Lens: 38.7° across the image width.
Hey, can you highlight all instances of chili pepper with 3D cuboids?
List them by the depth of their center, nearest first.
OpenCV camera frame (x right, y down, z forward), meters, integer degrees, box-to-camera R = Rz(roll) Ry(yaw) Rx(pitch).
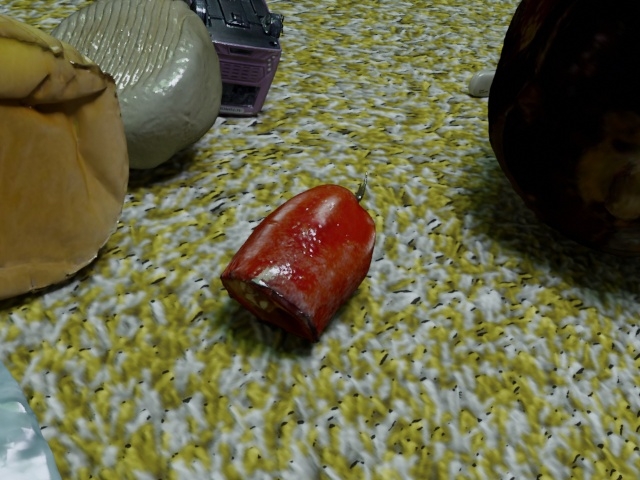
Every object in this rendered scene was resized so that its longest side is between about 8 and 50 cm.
[{"bbox_3d":[0.000,0.000,0.718,0.084,0.086,0.192,0,36,33],"label":"chili pepper"}]

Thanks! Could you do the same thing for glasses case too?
[{"bbox_3d":[0.212,-0.191,1.093,0.083,0.032,0.021,-12,46,-32],"label":"glasses case"}]

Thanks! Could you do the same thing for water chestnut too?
[{"bbox_3d":[0.326,-0.152,0.823,0.335,0.335,0.347,18,34,8],"label":"water chestnut"}]

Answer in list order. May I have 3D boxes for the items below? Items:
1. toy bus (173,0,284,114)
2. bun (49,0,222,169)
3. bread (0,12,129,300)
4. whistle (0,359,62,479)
[{"bbox_3d":[-0.107,-0.223,0.975,0.096,0.108,0.199,4,38,-20],"label":"toy bus"},{"bbox_3d":[-0.166,-0.137,0.830,0.166,0.113,0.173,30,63,25],"label":"bun"},{"bbox_3d":[-0.289,-0.061,0.638,0.156,0.204,0.288,18,28,38],"label":"bread"},{"bbox_3d":[-0.164,0.210,0.325,0.168,0.188,0.405,-11,60,-33],"label":"whistle"}]
